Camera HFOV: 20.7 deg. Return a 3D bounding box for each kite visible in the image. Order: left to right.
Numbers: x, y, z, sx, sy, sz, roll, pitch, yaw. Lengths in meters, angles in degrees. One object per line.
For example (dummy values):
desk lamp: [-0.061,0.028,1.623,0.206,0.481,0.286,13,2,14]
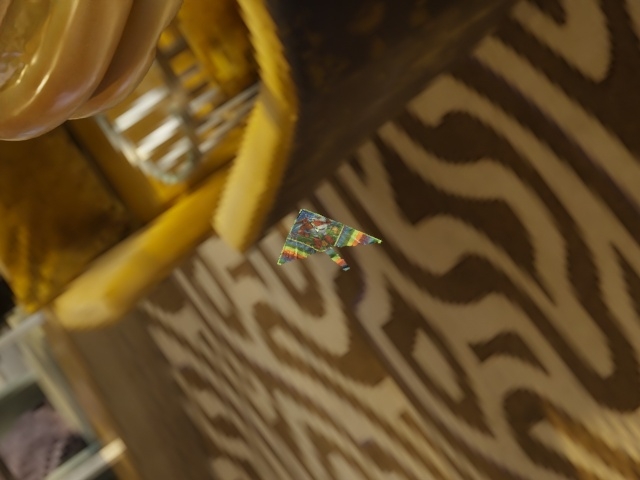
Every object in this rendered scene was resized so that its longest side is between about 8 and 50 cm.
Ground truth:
kite: [0.000,0.000,1.773,0.090,0.122,0.004,52,143,30]

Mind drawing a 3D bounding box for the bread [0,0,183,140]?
bread: [-0.217,-0.134,0.816,0.173,0.311,0.121,-56,36,36]
